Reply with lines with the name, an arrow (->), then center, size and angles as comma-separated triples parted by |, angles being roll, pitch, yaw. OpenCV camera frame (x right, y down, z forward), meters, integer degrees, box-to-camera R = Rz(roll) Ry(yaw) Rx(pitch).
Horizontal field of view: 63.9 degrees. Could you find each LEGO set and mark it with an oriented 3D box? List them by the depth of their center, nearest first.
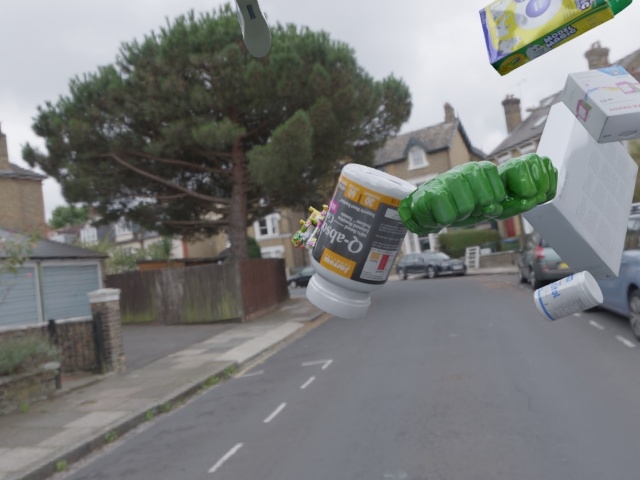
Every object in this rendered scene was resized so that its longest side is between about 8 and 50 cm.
LEGO set -> 0.000, 0.000, 1.209 | 0.287, 0.107, 0.132 | 2, -38, 42

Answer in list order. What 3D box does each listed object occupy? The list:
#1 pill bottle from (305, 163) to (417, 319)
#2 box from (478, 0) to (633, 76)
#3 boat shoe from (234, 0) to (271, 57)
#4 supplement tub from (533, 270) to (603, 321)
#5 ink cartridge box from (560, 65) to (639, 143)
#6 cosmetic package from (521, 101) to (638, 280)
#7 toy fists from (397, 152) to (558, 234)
pill bottle -> 0.076, 0.003, 1.012 | 0.162, 0.278, 0.162 | 19, 15, -5
box -> 0.312, -0.314, 0.696 | 0.179, 0.105, 0.043 | -22, -29, 37
boat shoe -> -0.194, -0.634, 1.445 | 0.079, 0.081, 0.227 | -14, -43, 0
supplement tub -> 0.485, 0.111, 1.010 | 0.107, 0.071, 0.071 | -34, -19, 37
ink cartridge box -> 0.437, -0.206, 0.775 | 0.088, 0.122, 0.052 | -9, -41, -3
cosmetic package -> 0.648, -0.133, 1.269 | 0.284, 0.377, 0.097 | 42, -31, -22
toy fists -> 0.268, -0.073, 0.832 | 0.279, 0.096, 0.142 | -10, -17, -27
